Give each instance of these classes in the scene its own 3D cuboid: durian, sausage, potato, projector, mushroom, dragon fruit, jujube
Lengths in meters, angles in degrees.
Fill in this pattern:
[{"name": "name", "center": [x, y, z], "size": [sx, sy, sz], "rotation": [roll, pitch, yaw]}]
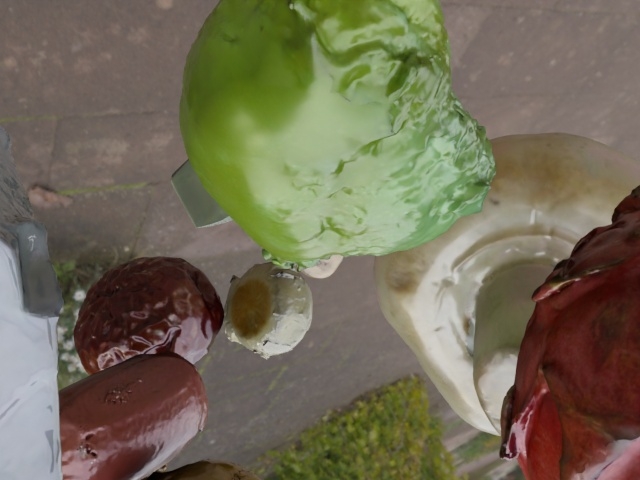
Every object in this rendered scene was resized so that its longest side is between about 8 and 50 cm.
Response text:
[{"name": "durian", "center": [0.005, -0.098, 0.584], "size": [0.255, 0.204, 0.340], "rotation": [-2, 155, 24]}, {"name": "sausage", "center": [-0.254, 0.234, 0.918], "size": [0.152, 0.152, 0.279], "rotation": [-45, 166, 28]}, {"name": "potato", "center": [0.000, 0.003, 1.430], "size": [0.112, 0.112, 0.147], "rotation": [-1, 100, -42]}, {"name": "projector", "center": [-0.197, -0.142, 1.638], "size": [0.269, 0.193, 0.088], "rotation": [-35, 167, 22]}, {"name": "mushroom", "center": [0.217, 0.069, 0.784], "size": [0.353, 0.325, 0.353], "rotation": [-20, 118, -42]}, {"name": "dragon fruit", "center": [0.230, 0.090, 0.422], "size": [0.252, 0.241, 0.241], "rotation": [-38, 156, -19]}, {"name": "jujube", "center": [-0.284, 0.129, 1.170], "size": [0.232, 0.213, 0.213], "rotation": [-32, 153, 13]}]

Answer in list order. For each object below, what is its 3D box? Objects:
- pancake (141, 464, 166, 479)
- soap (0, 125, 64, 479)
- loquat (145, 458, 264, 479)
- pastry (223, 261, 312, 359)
[{"name": "pancake", "center": [-0.335, 0.379, 1.077], "size": [0.056, 0.212, 0.257], "rotation": [-34, 161, 32]}, {"name": "soap", "center": [-0.175, 0.123, 0.395], "size": [0.258, 0.159, 0.302], "rotation": [-45, 126, -8]}, {"name": "loquat", "center": [-0.136, 0.372, 0.829], "size": [0.235, 0.235, 0.235], "rotation": [-23, 152, -13]}, {"name": "pastry", "center": [-0.088, 0.115, 1.201], "size": [0.088, 0.166, 0.166], "rotation": [19, 127, -44]}]
